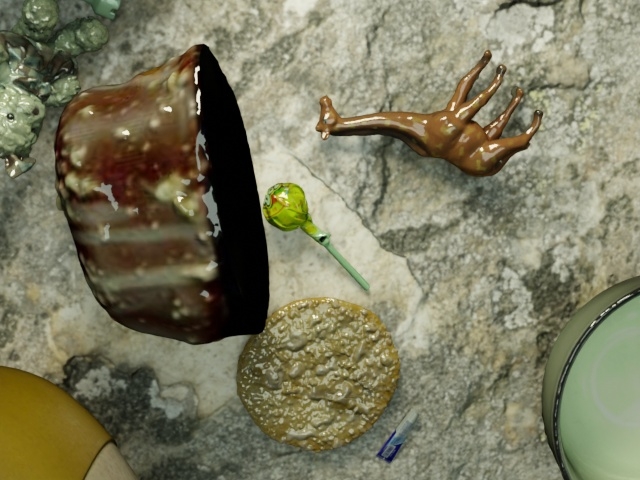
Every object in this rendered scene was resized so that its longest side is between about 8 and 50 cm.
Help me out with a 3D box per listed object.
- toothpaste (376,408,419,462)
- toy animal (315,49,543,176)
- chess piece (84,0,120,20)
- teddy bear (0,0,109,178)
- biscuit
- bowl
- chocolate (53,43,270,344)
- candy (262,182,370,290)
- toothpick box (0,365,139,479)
[{"bbox_3d":[0.107,0.266,1.360,0.024,0.015,0.083,28,102,-13],"label":"toothpaste"},{"bbox_3d":[0.136,-0.152,1.257,0.230,0.066,0.224,-42,103,7],"label":"toy animal"},{"bbox_3d":[-0.286,-0.298,1.174,0.103,0.067,0.067,20,98,-21],"label":"chess piece"},{"bbox_3d":[-0.349,-0.185,1.158,0.133,0.111,0.213,30,83,-46],"label":"teddy bear"},{"bbox_3d":[-0.002,0.178,1.318,0.220,0.033,0.220,-1,102,-6],"label":"biscuit"},{"bbox_3d":[0.439,0.194,1.302,0.354,0.185,0.354,-1,101,-8],"label":"bowl"},{"bbox_3d":[-0.193,-0.042,1.161,0.210,0.225,0.340,-9,102,7],"label":"chocolate"},{"bbox_3d":[0.000,0.000,1.281,0.194,0.058,0.062,45,60,-23],"label":"candy"},{"bbox_3d":[-0.396,0.353,1.111,0.409,0.409,0.425,-28,97,-2],"label":"toothpick box"}]
